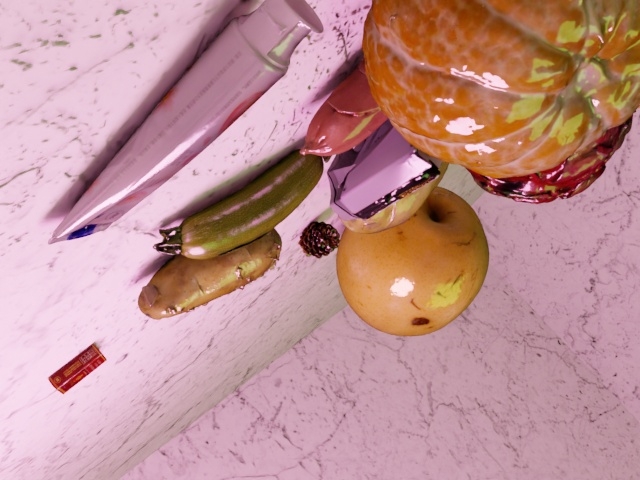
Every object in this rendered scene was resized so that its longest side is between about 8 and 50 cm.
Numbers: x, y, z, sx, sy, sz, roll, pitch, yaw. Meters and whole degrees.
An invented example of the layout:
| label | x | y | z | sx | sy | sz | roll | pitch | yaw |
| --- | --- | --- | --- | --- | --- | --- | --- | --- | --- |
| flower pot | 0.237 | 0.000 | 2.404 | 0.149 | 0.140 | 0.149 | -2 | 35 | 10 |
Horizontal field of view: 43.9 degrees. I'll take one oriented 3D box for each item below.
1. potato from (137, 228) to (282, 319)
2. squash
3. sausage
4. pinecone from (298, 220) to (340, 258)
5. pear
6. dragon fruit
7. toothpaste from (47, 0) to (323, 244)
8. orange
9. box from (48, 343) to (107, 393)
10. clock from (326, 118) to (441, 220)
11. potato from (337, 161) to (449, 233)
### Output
| label | x | y | z | sx | sy | sz | roll | pitch | yaw |
| --- | --- | --- | --- | --- | --- | --- | --- | --- | --- |
| potato | -0.152 | 0.041 | 1.111 | 0.226 | 0.090 | 0.117 | -29 | -173 | -23 |
| squash | -0.086 | -0.046 | 1.065 | 0.318 | 0.071 | 0.080 | -36 | 160 | -32 |
| sausage | 0.135 | -0.255 | 0.992 | 0.433 | 0.088 | 0.088 | -43 | 170 | 5 |
| pinecone | 0.000 | 0.000 | 1.562 | 0.077 | 0.077 | 0.083 | -37 | -151 | -26 |
| pear | 0.206 | 0.041 | 1.784 | 0.348 | 0.348 | 0.348 | -40 | 170 | -9 |
| dragon fruit | 0.358 | -0.215 | 1.326 | 0.329 | 0.329 | 0.329 | -40 | 170 | -9 |
| toothpaste | -0.129 | -0.100 | 0.730 | 0.323 | 0.066 | 0.100 | -41 | 176 | 23 |
| orange | 0.204 | -0.218 | 0.829 | 0.329 | 0.249 | 0.329 | -16 | 131 | -19 |
| box | -0.360 | 0.192 | 1.182 | 0.082 | 0.023 | 0.051 | -39 | 168 | -16 |
| clock | 0.115 | -0.153 | 1.097 | 0.186 | 0.083 | 0.253 | -31 | -157 | 47 |
| potato | 0.125 | -0.113 | 1.390 | 0.248 | 0.143 | 0.169 | -43 | -151 | -16 |
